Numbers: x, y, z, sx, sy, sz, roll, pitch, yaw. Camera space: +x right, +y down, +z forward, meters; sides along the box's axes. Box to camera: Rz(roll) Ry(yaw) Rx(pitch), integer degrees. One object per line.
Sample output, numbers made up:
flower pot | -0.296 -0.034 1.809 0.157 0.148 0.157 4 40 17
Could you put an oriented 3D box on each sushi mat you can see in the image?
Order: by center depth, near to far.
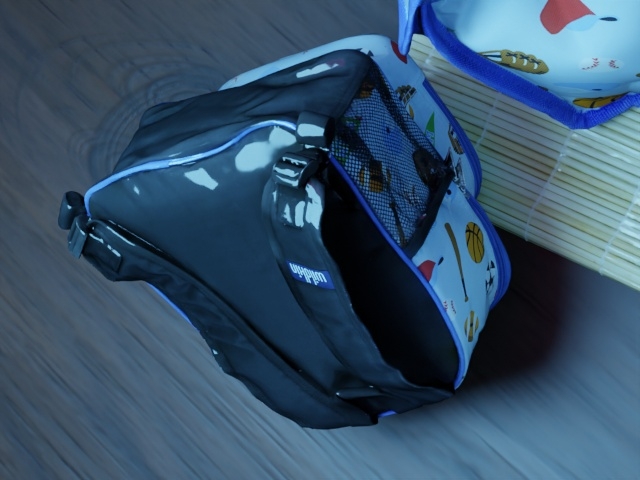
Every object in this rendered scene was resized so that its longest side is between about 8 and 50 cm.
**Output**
sushi mat | 0.181 -0.068 1.443 0.316 0.019 0.151 26 98 30

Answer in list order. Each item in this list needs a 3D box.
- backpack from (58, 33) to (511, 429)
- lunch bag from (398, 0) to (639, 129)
backpack | 0.000 0.000 1.415 0.276 0.213 0.263 -11 120 44
lunch bag | 0.155 -0.269 1.254 0.238 0.385 0.328 -10 77 29
